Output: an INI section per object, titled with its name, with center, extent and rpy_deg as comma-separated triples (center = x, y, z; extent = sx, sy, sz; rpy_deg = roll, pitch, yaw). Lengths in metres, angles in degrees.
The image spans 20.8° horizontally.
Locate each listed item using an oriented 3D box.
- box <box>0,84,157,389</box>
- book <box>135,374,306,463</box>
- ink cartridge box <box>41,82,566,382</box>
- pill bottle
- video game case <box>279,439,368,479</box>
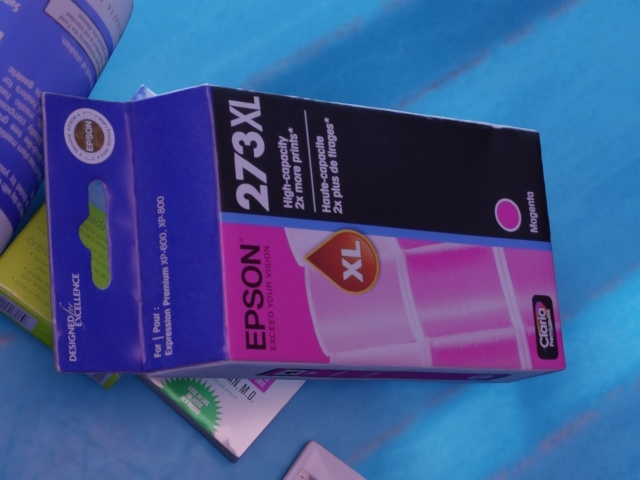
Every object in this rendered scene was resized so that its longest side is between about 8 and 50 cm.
[box]
center = -0.130, -0.004, 1.157
extent = 0.109, 0.042, 0.178
rpy_deg = 37, 62, -5
[book]
center = -0.046, 0.065, 1.182
extent = 0.096, 0.035, 0.144
rpy_deg = 41, 71, 1
[ink cartridge box]
center = 0.000, 0.000, 1.128
extent = 0.371, 0.069, 0.175
rpy_deg = 4, 75, -35
[pill bottle]
center = -0.240, -0.075, 1.093
extent = 0.152, 0.152, 0.272
rpy_deg = 28, 70, -8
[video game case]
center = 0.006, 0.236, 1.158
extent = 0.143, 0.019, 0.157
rpy_deg = 37, 70, -4
